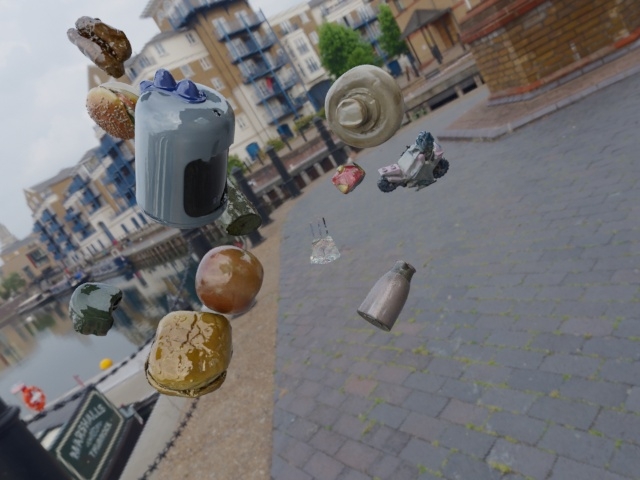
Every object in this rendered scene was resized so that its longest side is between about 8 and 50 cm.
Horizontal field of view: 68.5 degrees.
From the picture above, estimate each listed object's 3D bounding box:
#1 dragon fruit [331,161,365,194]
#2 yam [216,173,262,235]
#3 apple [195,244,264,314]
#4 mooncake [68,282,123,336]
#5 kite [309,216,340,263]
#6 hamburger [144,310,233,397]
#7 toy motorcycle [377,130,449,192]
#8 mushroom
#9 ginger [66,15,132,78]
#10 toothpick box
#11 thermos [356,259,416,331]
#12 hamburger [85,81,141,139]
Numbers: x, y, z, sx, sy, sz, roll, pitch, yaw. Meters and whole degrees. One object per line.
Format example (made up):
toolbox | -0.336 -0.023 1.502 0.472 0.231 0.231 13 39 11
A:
dragon fruit | 0.065 -0.146 1.053 0.060 0.056 0.083 -52 -10 34
yam | -0.328 -0.132 1.627 0.154 0.254 0.154 -34 -16 -11
apple | -0.310 0.143 1.642 0.253 0.253 0.253 -29 13 8
mooncake | -0.693 0.214 1.465 0.175 0.168 0.104 -41 -22 -57
kite | 0.000 -0.002 1.993 0.127 0.016 0.229 -16 58 1
hamburger | -0.438 0.373 1.563 0.319 0.158 0.318 2 43 -2
toy motorcycle | 0.290 -0.253 1.456 0.239 0.204 0.108 -29 51 -17
mushroom | 0.116 -0.328 1.173 0.206 0.206 0.209 -31 26 2
ginger | -0.515 -0.464 1.096 0.103 0.162 0.073 -51 4 16
toothpick box | -0.344 -0.234 1.154 0.263 0.263 0.354 -44 -20 -45
thermos | 0.194 0.148 1.307 0.193 0.105 0.137 -57 -22 -15
hamburger | -0.720 -0.461 1.673 0.237 0.237 0.147 -22 43 35
